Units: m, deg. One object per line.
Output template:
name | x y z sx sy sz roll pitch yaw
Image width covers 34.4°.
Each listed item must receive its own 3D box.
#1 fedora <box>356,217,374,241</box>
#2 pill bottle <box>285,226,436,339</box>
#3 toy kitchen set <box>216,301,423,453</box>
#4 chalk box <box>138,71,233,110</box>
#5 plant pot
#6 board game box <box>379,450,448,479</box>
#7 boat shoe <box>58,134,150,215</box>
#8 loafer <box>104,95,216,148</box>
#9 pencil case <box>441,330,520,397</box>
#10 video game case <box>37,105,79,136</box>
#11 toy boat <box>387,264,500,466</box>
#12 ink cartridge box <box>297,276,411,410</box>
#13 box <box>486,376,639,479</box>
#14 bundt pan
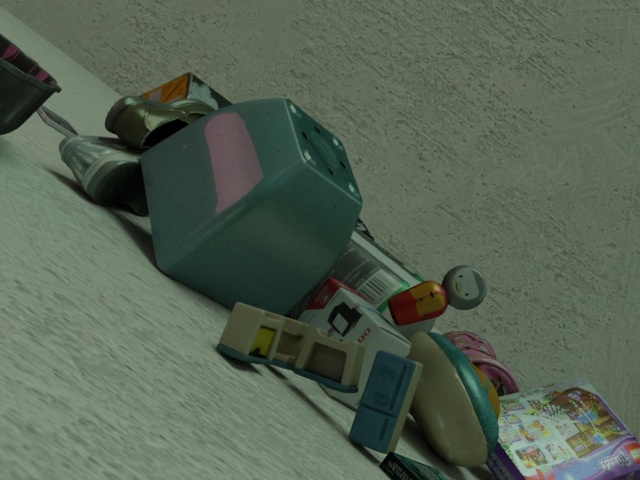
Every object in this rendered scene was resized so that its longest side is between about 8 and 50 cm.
fedora | 0.000 0.000 2.158 0.334 0.152 0.334 40 -19 16
pill bottle | 0.010 0.064 1.776 0.361 0.204 0.204 39 4 27
toy kitchen set | -0.007 0.172 1.280 0.207 0.122 0.166 16 -5 24
chalk box | -0.228 -0.159 2.017 0.179 0.180 0.289 -17 -36 34
plant pot | -0.085 -0.066 1.557 0.248 0.252 0.247 34 28 -42
board game box | 0.167 0.335 1.266 0.186 0.026 0.126 40 4 40
boat shoe | -0.315 -0.115 1.696 0.103 0.118 0.320 42 12 11
loafer | -0.238 -0.173 1.680 0.087 0.094 0.251 45 27 23
pencil case | 0.310 0.290 2.130 0.167 0.160 0.386 24 3 1
video game case | -0.517 -0.233 2.032 0.087 0.011 0.122 35 4 -38
toy boat | 0.204 0.190 1.594 0.267 0.148 0.318 -121 -166 -60
ink cartridge box | 0.038 0.152 1.537 0.072 0.127 0.175 33 5 -33
box | 0.399 0.342 1.743 0.293 0.057 0.201 -5 45 -36
bundt pan | -0.525 -0.256 1.405 0.331 0.124 0.331 36 5 -3
